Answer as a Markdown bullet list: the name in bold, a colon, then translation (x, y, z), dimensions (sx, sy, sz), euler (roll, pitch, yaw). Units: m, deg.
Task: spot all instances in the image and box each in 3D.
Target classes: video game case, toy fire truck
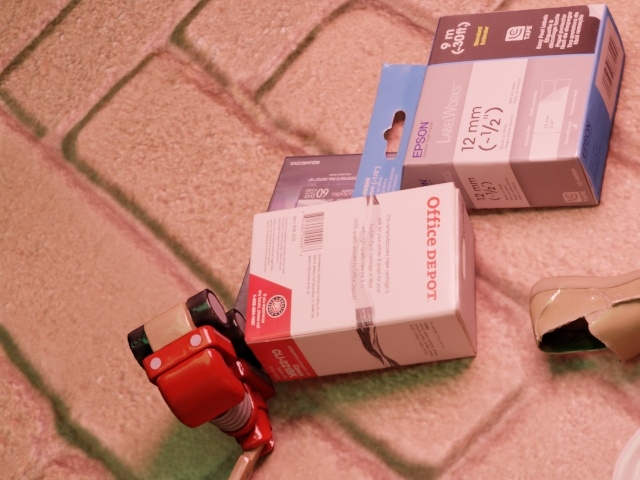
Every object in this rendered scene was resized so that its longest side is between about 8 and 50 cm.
- **video game case**: translation (0.000, 0.000, 2.264), dimensions (0.196, 0.026, 0.274), euler (-1, 56, 31)
- **toy fire truck**: translation (-0.131, 0.220, 2.064), dimensions (0.158, 0.217, 0.246), euler (-30, 61, 9)

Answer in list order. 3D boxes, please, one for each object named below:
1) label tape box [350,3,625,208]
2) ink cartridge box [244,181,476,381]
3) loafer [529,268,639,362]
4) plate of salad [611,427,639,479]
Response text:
- **label tape box**: translation (0.204, -0.172, 2.188), dimensions (0.348, 0.115, 0.249), euler (0, 57, 24)
- **ink cartridge box**: translation (0.055, 0.053, 2.101), dimensions (0.273, 0.114, 0.197), euler (-9, 54, 17)
- **loafer**: translation (0.360, 0.091, 1.927), dimensions (0.268, 0.102, 0.092), euler (-7, 55, 39)
- **plate of salad**: translation (0.392, 0.250, 1.752), dimensions (0.200, 0.048, 0.199), euler (-19, 49, 23)
